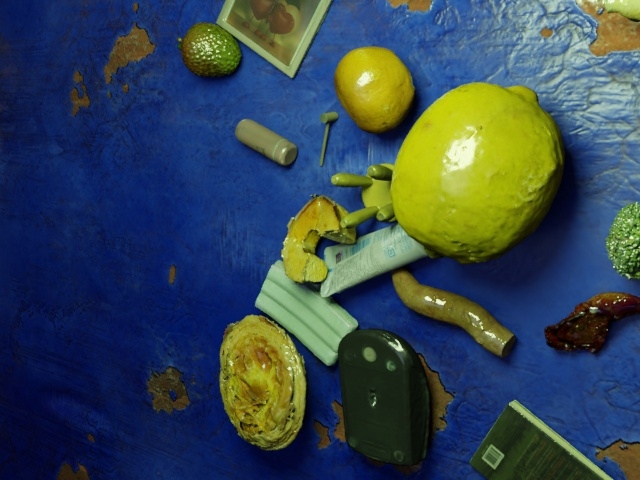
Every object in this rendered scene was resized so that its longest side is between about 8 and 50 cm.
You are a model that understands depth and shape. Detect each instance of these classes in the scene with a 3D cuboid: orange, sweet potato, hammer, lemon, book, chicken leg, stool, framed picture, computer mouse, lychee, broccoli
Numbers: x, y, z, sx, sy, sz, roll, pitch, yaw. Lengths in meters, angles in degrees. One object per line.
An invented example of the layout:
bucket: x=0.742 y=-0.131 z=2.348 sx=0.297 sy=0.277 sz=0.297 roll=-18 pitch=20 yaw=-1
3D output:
orange: x=0.098 y=-0.264 z=1.315 sx=0.134 sy=0.156 sz=0.156 roll=-19 pitch=86 yaw=17
sweet potato: x=0.215 y=0.116 z=1.344 sx=0.281 sy=0.059 sz=0.067 roll=28 pitch=104 yaw=29
hammer: x=0.011 y=-0.196 z=1.464 sx=0.019 sy=0.036 sz=0.110 roll=26 pitch=122 yaw=32
lemon: x=0.242 y=-0.104 z=1.166 sx=0.284 sy=0.260 sz=0.260 roll=-38 pitch=74 yaw=18
book: x=0.382 y=0.406 z=1.291 sx=0.228 sy=0.024 sz=0.160 roll=38 pitch=119 yaw=26
chicken leg: x=0.445 y=0.124 z=1.182 sx=0.093 sy=0.053 sz=0.205 roll=46 pitch=132 yaw=-6
stool: x=0.095 y=-0.082 z=1.367 sx=0.135 sy=0.111 sz=0.134 roll=40 pitch=118 yaw=23
framed picture: x=-0.068 y=-0.495 z=1.457 sx=0.211 sy=0.020 sz=0.289 roll=39 pitch=118 yaw=15
computer mouse: x=0.125 y=0.284 z=1.415 sx=0.170 sy=0.100 sz=0.269 roll=9 pitch=108 yaw=40
lychee: x=-0.235 y=-0.393 z=1.561 sx=0.147 sy=0.114 sz=0.114 roll=20 pitch=111 yaw=12
broccoli: x=0.477 y=0.000 z=1.132 sx=0.092 sy=0.096 sz=0.095 roll=4 pitch=131 yaw=-5

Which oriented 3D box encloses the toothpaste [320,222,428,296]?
toothpaste: x=0.116 y=0.020 z=1.393 sx=0.299 sy=0.073 sz=0.113 roll=-22 pitch=51 yaw=38

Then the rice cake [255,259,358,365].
rice cake: x=-0.031 y=0.146 z=1.542 sx=0.237 sy=0.043 sz=0.127 roll=38 pitch=119 yaw=27

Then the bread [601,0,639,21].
bread: x=0.497 y=-0.406 z=0.999 sx=0.174 sy=0.133 sz=0.251 roll=23 pitch=114 yaw=38

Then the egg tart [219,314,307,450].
egg tart: x=-0.110 y=0.292 z=1.579 sx=0.297 sy=0.132 sz=0.296 roll=3 pitch=94 yaw=48

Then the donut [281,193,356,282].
donut: x=-0.005 y=-0.006 z=1.459 sx=0.181 sy=0.078 sz=0.146 roll=-57 pitch=38 yaw=24

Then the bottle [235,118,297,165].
bottle: x=-0.111 y=-0.201 z=1.536 sx=0.140 sy=0.053 sz=0.053 roll=31 pitch=115 yaw=29
